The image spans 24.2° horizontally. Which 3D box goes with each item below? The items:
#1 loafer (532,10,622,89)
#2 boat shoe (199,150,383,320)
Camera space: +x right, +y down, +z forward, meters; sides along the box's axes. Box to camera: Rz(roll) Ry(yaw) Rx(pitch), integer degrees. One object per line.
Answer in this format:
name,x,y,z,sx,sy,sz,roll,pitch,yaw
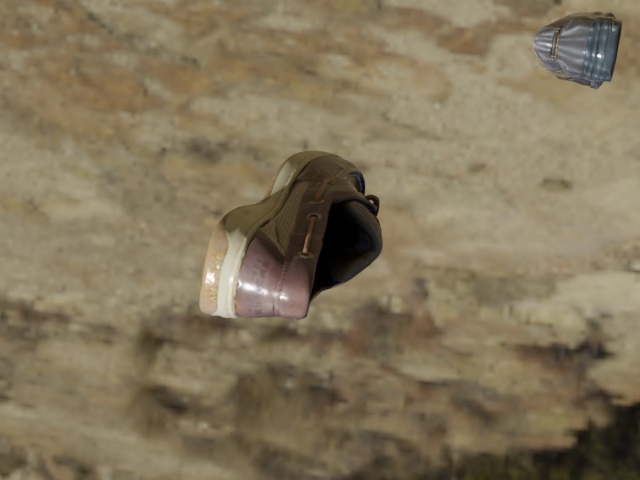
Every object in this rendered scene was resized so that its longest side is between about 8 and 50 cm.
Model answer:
loafer,0.195,-0.152,1.153,0.061,0.062,0.170,10,-177,6
boat shoe,0.000,0.000,1.411,0.123,0.123,0.342,12,-163,14
